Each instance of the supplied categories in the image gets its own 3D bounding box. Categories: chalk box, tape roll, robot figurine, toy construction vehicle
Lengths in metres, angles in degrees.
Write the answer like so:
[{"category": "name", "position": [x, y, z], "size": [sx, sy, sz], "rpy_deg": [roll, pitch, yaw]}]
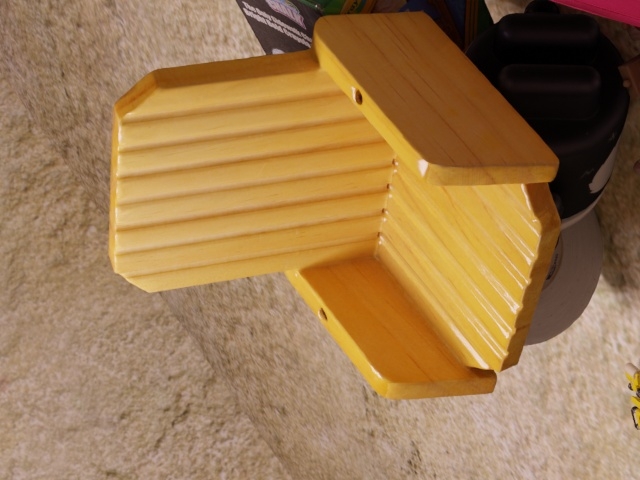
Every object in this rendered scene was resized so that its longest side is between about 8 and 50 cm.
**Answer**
[{"category": "chalk box", "position": [0.025, -0.273, 1.772], "size": [0.180, 0.179, 0.289], "rpy_deg": [32, 162, 37]}, {"category": "tape roll", "position": [0.198, 0.009, 1.922], "size": [0.219, 0.219, 0.072], "rpy_deg": [61, 157, -7]}, {"category": "robot figurine", "position": [0.220, -0.117, 1.756], "size": [0.173, 0.209, 0.278], "rpy_deg": [37, 160, 18]}, {"category": "toy construction vehicle", "position": [0.386, 0.187, 2.013], "size": [0.086, 0.035, 0.098], "rpy_deg": [42, 153, 63]}]

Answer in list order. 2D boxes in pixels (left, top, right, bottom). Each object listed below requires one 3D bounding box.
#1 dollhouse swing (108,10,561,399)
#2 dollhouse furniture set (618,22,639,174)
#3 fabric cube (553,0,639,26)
[{"category": "dollhouse swing", "position": [0.000, 0.000, 1.689], "size": [0.315, 0.305, 0.347], "rpy_deg": [52, 150, 31]}, {"category": "dollhouse furniture set", "position": [0.307, -0.145, 1.596], "size": [0.144, 0.123, 0.151], "rpy_deg": [8, 126, 64]}, {"category": "fabric cube", "position": [0.214, -0.333, 1.238], "size": [0.259, 0.254, 0.258], "rpy_deg": [14, 157, -6]}]
